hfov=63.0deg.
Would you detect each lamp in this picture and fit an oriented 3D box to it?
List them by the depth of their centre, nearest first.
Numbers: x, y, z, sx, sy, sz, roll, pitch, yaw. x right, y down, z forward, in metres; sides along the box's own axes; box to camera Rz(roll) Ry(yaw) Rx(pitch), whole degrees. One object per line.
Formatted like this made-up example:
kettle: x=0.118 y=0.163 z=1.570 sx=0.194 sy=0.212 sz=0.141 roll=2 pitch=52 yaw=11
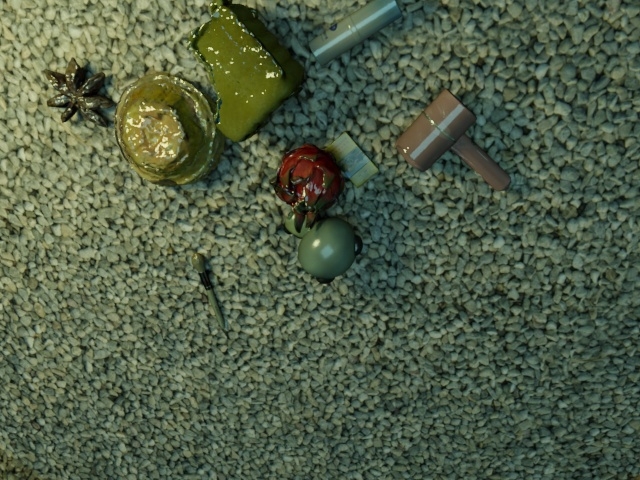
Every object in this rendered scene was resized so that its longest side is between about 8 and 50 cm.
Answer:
lamp: x=0.000 y=0.000 z=1.589 sx=0.244 sy=0.197 sz=0.198 roll=48 pitch=111 yaw=12

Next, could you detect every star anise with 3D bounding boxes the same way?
star anise: x=-0.717 y=-0.438 z=1.544 sx=0.212 sy=0.073 sz=0.197 roll=7 pitch=115 yaw=1

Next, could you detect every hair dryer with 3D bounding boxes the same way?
hair dryer: x=0.403 y=-0.234 z=1.480 sx=0.352 sy=0.125 sz=0.210 roll=38 pitch=112 yaw=-16

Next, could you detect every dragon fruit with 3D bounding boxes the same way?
dragon fruit: x=-0.031 y=-0.158 z=1.485 sx=0.192 sy=0.274 sz=0.192 roll=-20 pitch=141 yaw=17

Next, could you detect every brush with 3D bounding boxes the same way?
brush: x=-0.377 y=0.175 z=1.774 sx=0.042 sy=0.039 sz=0.300 roll=-9 pitch=114 yaw=14

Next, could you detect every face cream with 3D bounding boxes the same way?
face cream: x=0.092 y=-0.565 z=1.396 sx=0.249 sy=0.077 sz=0.077 roll=-27 pitch=106 yaw=16

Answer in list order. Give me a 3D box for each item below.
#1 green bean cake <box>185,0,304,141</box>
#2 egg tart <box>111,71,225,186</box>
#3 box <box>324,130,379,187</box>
green bean cake: x=-0.222 y=-0.461 z=1.425 sx=0.285 sy=0.202 sz=0.310 roll=-33 pitch=104 yaw=30
egg tart: x=-0.457 y=-0.311 z=1.529 sx=0.351 sy=0.150 sz=0.353 roll=2 pitch=108 yaw=7
box: x=0.093 y=-0.240 z=1.556 sx=0.087 sy=0.023 sz=0.155 roll=-40 pitch=103 yaw=16
